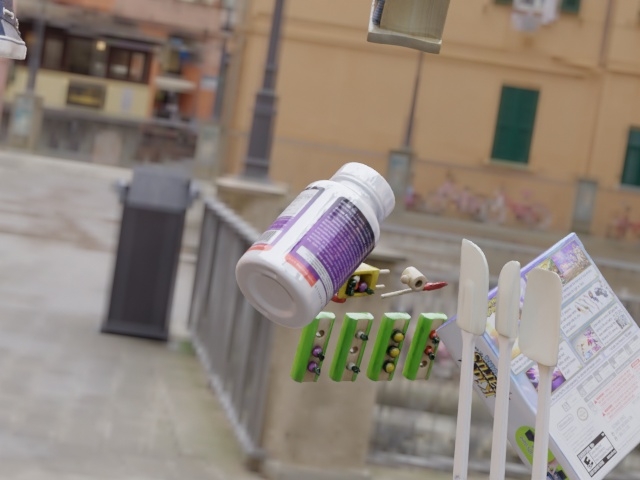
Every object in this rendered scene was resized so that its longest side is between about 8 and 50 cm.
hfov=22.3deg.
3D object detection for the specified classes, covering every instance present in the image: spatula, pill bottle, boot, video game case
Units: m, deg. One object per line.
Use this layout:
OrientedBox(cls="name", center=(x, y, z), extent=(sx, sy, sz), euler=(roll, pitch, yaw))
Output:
OrientedBox(cls="spatula", center=(0.165, 0.132, 1.470), extent=(0.019, 0.242, 0.168), euler=(-4, 13, -31))
OrientedBox(cls="pill bottle", center=(0.000, 0.000, 1.857), extent=(0.108, 0.108, 0.193), euler=(13, 48, 39))
OrientedBox(cls="boot", center=(-0.339, -0.236, 1.701), extent=(0.069, 0.086, 0.190), euler=(6, 4, -10))
OrientedBox(cls="video game case", center=(0.286, 0.145, 1.907), extent=(0.061, 0.244, 0.269), euler=(-36, -4, 41))

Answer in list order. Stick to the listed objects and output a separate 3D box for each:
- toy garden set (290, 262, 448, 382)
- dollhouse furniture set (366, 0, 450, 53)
OrientedBox(cls="toy garden set", center=(0.093, 0.123, 2.401), extent=(0.244, 0.204, 0.049), euler=(1, 25, -32))
OrientedBox(cls="dollhouse furniture set", center=(0.027, -0.263, 1.405), extent=(0.183, 0.129, 0.129), euler=(10, 37, -1))
